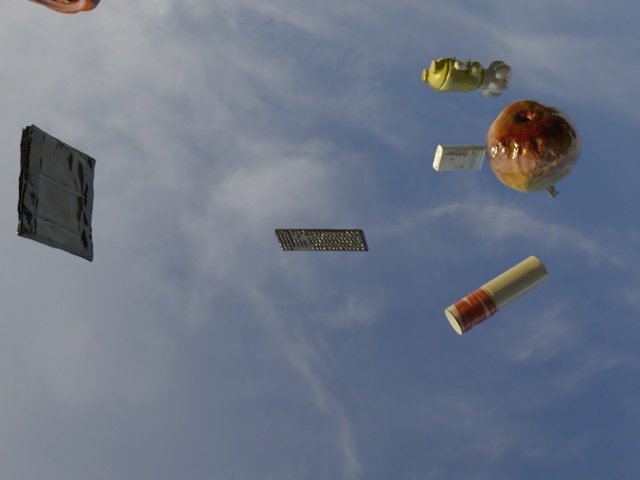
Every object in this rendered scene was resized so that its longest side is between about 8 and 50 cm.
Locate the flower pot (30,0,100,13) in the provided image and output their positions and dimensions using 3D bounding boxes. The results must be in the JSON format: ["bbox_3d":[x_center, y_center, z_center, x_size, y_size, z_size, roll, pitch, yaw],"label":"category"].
[{"bbox_3d":[-0.365,-0.428,0.998,0.191,0.190,0.173,10,-103,9],"label":"flower pot"}]

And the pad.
[{"bbox_3d":[-0.490,-0.087,1.322,0.022,0.174,0.232,-19,-116,24],"label":"pad"}]

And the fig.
[{"bbox_3d":[0.390,-0.141,1.259,0.159,0.257,0.159,-15,-122,26],"label":"fig"}]

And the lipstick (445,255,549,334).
[{"bbox_3d":[0.219,0.068,0.879,0.131,0.038,0.038,-31,-119,-6],"label":"lipstick"}]

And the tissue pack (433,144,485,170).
[{"bbox_3d":[0.297,-0.177,1.511,0.108,0.056,0.023,-2,-148,-20],"label":"tissue pack"}]

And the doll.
[{"bbox_3d":[0.267,-0.294,1.269,0.163,0.106,0.062,3,-100,-16],"label":"doll"}]

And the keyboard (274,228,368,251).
[{"bbox_3d":[0.000,0.000,1.504,0.205,0.061,0.013,0,-138,24],"label":"keyboard"}]
